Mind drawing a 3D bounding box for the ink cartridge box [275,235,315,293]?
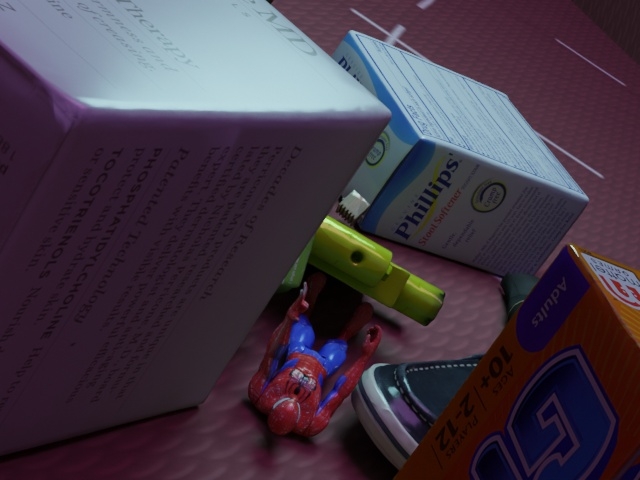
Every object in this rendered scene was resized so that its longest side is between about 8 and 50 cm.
[{"bbox_3d":[-0.122,-0.076,1.416,0.255,0.189,0.097,17,-7,-9],"label":"ink cartridge box"}]

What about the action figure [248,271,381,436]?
[{"bbox_3d":[0.007,0.085,1.424,0.091,0.139,0.280,31,26,-2],"label":"action figure"}]

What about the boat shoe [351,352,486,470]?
[{"bbox_3d":[0.243,0.178,1.516,0.500,0.156,0.187,14,31,-35],"label":"boat shoe"}]

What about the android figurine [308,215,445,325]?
[{"bbox_3d":[0.000,0.000,1.597,0.272,0.056,0.248,31,1,-7],"label":"android figurine"}]

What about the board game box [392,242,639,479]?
[{"bbox_3d":[0.276,0.284,1.087,0.356,0.357,0.356,19,27,-29],"label":"board game box"}]

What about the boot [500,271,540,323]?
[{"bbox_3d":[0.316,0.103,1.865,0.198,0.077,0.137,29,18,-12],"label":"boot"}]

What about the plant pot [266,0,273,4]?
[{"bbox_3d":[-0.132,-0.343,2.038,0.167,0.165,0.167,27,24,-13],"label":"plant pot"}]

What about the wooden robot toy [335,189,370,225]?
[{"bbox_3d":[-0.028,-0.072,1.790,0.173,0.079,0.076,47,-19,-9],"label":"wooden robot toy"}]

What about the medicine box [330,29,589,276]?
[{"bbox_3d":[0.153,-0.108,1.964,0.289,0.149,0.263,17,28,-32],"label":"medicine box"}]

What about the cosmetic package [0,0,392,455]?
[{"bbox_3d":[-0.230,-0.066,1.164,0.329,0.327,0.393,43,24,21],"label":"cosmetic package"}]
